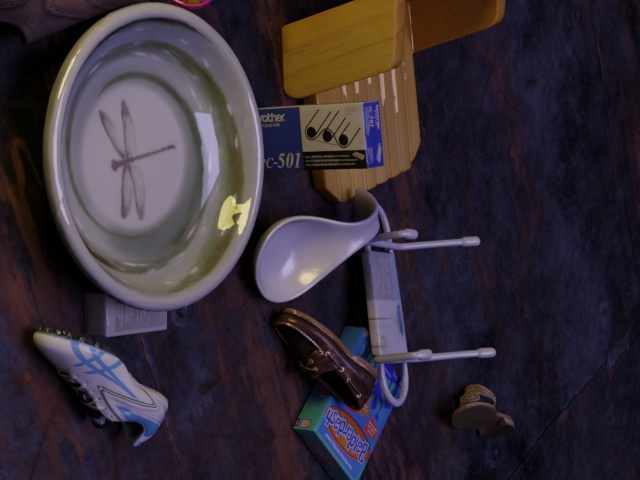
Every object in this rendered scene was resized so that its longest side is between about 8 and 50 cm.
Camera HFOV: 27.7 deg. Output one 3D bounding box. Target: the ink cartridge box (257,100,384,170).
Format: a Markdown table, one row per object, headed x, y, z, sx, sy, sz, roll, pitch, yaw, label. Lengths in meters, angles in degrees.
| x | y | z | sx | sy | sz | roll | pitch | yaw | label |
| --- | --- | --- | --- | --- | --- | --- | --- | --- | --- |
| -0.006 | -0.153 | 1.921 | 0.046 | 0.207 | 0.097 | -15 | 103 | -52 | ink cartridge box |

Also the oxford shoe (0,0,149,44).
| x | y | z | sx | sy | sz | roll | pitch | yaw | label |
| --- | --- | --- | --- | --- | --- | --- | --- | --- | --- |
| -0.333 | -0.312 | 1.583 | 0.132 | 0.130 | 0.364 | -57 | 157 | 18 | oxford shoe |

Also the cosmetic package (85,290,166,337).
| x | y | z | sx | sy | sz | roll | pitch | yaw | label |
| --- | --- | --- | --- | --- | --- | --- | --- | --- | --- |
| -0.258 | 0.094 | 1.730 | 0.115 | 0.041 | 0.060 | -1 | 92 | -53 | cosmetic package |

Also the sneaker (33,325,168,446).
| x | y | z | sx | sy | sz | roll | pitch | yaw | label |
| --- | --- | --- | --- | --- | --- | --- | --- | --- | --- |
| -0.285 | 0.187 | 1.667 | 0.237 | 0.085 | 0.086 | 47 | 63 | -40 | sneaker |

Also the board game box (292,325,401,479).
| x | y | z | sx | sy | sz | roll | pitch | yaw | label |
| --- | --- | --- | --- | --- | --- | --- | --- | --- | --- |
| 0.049 | 0.273 | 2.144 | 0.160 | 0.047 | 0.210 | 56 | 49 | -37 | board game box |

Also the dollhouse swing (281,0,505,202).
| x | y | z | sx | sy | sz | roll | pitch | yaw | label |
| --- | --- | --- | --- | --- | --- | --- | --- | --- | --- |
| 0.148 | -0.256 | 2.084 | 0.347 | 0.315 | 0.305 | -28 | 103 | -50 | dollhouse swing |

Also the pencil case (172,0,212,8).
| x | y | z | sx | sy | sz | roll | pitch | yaw | label |
| --- | --- | --- | --- | --- | --- | --- | --- | --- | --- |
| -0.145 | -0.404 | 1.779 | 0.236 | 0.104 | 0.104 | -65 | 140 | -52 | pencil case |

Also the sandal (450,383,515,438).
| x | y | z | sx | sy | sz | roll | pitch | yaw | label |
| --- | --- | --- | --- | --- | --- | --- | --- | --- | --- |
| 0.299 | 0.316 | 2.480 | 0.240 | 0.088 | 0.079 | 34 | 33 | -56 | sandal |

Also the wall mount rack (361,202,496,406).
| x | y | z | sx | sy | sz | roll | pitch | yaw | label |
| --- | --- | --- | --- | --- | --- | --- | --- | --- | --- |
| 0.176 | 0.100 | 2.208 | 0.304 | 0.130 | 0.350 | 7 | 75 | -63 | wall mount rack |

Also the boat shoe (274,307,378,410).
| x | y | z | sx | sy | sz | roll | pitch | yaw | label |
| --- | --- | --- | --- | --- | --- | --- | --- | --- | --- |
| 0.005 | 0.187 | 2.028 | 0.207 | 0.073 | 0.073 | 39 | 62 | -20 | boat shoe |

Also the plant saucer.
| x | y | z | sx | sy | sz | roll | pitch | yaw | label |
| --- | --- | --- | --- | --- | --- | --- | --- | --- | --- |
| -0.233 | -0.109 | 1.709 | 0.400 | 0.100 | 0.400 | -4 | 95 | -53 | plant saucer |

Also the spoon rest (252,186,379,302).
| x | y | z | sx | sy | sz | roll | pitch | yaw | label |
| --- | --- | --- | --- | --- | --- | --- | --- | --- | --- |
| 0.000 | 0.000 | 2.010 | 0.276 | 0.084 | 0.137 | -32 | 128 | -38 | spoon rest |
